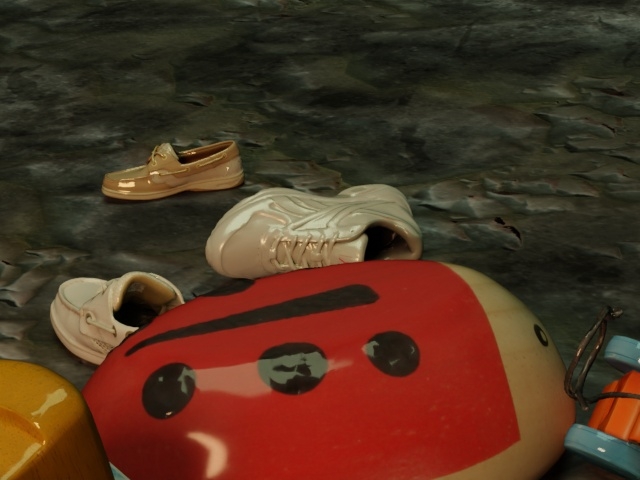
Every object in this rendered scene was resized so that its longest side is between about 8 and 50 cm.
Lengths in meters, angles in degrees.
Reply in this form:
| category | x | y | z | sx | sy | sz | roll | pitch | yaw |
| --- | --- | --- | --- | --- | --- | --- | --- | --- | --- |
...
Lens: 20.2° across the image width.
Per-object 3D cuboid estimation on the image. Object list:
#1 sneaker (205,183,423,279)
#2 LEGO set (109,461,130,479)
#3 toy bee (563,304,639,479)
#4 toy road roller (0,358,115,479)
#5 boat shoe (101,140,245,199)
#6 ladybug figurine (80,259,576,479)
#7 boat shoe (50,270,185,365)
| category | x | y | z | sx | sy | sz | roll | pitch | yaw |
| --- | --- | --- | --- | --- | --- | --- | --- | --- | --- |
| sneaker | 0.000 | 0.000 | 1.839 | 0.232 | 0.090 | 0.115 | -12 | 27 | -15 |
| LEGO set | -0.133 | 0.250 | 1.206 | 0.244 | 0.060 | 0.182 | 37 | 46 | 25 |
| toy bee | 0.262 | 0.152 | 1.315 | 0.162 | 0.195 | 0.298 | 25 | 13 | 15 |
| toy road roller | -0.279 | 0.172 | 1.137 | 0.329 | 0.202 | 0.240 | 27 | 54 | 32 |
| boat shoe | -0.175 | -0.087 | 2.111 | 0.170 | 0.059 | 0.063 | -9 | 23 | -11 |
| ladybug figurine | -0.007 | 0.125 | 1.436 | 0.449 | 0.162 | 0.305 | -14 | 25 | -21 |
| boat shoe | -0.167 | 0.071 | 1.678 | 0.098 | 0.096 | 0.277 | -19 | 27 | -33 |
